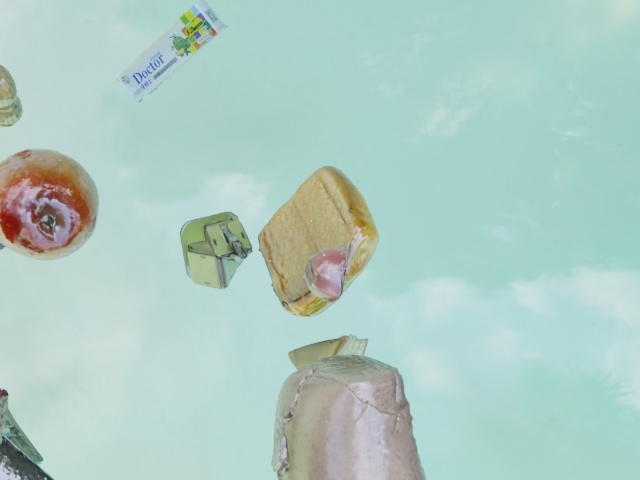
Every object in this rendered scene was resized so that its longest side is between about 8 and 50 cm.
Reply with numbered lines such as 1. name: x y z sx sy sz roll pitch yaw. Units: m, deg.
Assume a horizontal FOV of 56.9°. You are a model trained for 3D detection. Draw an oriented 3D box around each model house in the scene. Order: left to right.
1. model house: -0.294 0.065 1.837 0.205 0.279 0.218 -17 120 -24

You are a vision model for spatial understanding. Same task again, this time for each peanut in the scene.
1. peanut: -0.721 -0.328 1.324 0.089 0.193 0.089 9 64 -18

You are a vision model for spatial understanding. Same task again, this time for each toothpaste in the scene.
1. toothpaste: -0.191 -0.241 0.759 0.164 0.034 0.046 -28 114 30

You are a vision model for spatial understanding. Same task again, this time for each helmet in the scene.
1. helmet: 0.005 0.037 0.774 0.049 0.065 0.084 16 68 -13

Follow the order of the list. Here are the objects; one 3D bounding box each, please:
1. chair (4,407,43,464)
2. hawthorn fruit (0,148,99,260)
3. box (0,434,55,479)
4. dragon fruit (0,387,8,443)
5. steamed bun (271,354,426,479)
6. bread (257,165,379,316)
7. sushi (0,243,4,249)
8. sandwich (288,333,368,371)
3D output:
1. chair: -0.867 0.521 1.518 0.270 0.136 0.147 42 90 23
2. hawthorn fruit: -0.588 -0.058 1.246 0.231 0.263 0.235 -12 145 8
3. box: -0.708 0.550 1.201 0.289 0.073 0.290 -47 110 -25
4. dragon fruit: -0.647 0.310 1.047 0.161 0.127 0.120 23 103 14
5. steamed bun: 0.015 0.316 0.939 0.199 0.301 0.251 -7 78 -24
6. bread: 0.006 0.003 1.524 0.148 0.337 0.328 27 113 -40
7. sushi: -0.873 -0.098 1.719 0.279 0.043 0.192 -26 87 0
8. sandwich: 0.020 0.293 1.453 0.094 0.258 0.096 -2 76 -33
